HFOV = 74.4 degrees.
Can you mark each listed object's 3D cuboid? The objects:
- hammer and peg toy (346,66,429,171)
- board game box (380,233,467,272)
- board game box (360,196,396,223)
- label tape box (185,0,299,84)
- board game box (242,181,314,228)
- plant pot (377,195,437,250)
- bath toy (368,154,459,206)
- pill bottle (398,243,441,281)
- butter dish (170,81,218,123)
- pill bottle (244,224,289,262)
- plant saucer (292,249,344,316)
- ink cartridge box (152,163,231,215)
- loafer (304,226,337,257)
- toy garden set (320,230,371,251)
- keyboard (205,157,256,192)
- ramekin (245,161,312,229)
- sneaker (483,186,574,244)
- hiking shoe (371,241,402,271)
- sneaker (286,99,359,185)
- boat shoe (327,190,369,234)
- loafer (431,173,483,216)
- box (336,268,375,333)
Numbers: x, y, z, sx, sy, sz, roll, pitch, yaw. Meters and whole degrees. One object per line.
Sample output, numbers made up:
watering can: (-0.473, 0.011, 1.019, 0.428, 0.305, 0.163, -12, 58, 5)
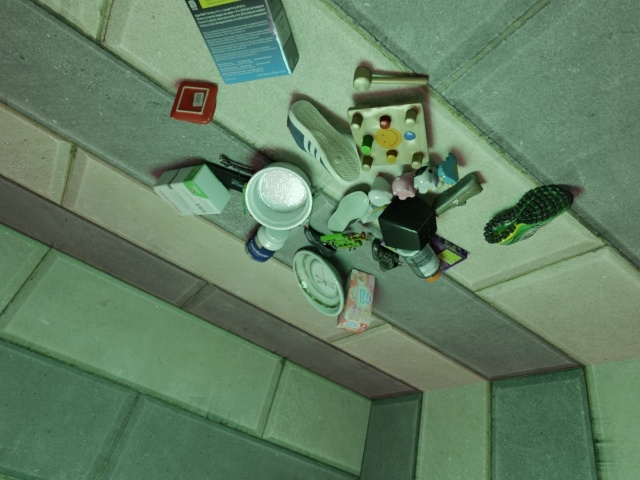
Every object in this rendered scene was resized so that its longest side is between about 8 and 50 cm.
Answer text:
hammer and peg toy: (0.230, -0.396, 1.423, 0.266, 0.127, 0.361, 1, 142, 21)
board game box: (0.484, 0.036, 1.980, 0.347, 0.056, 0.208, 27, 139, -15)
board game box: (0.254, -0.129, 1.780, 0.154, 0.026, 0.103, -19, 157, -27)
label tape box: (-0.238, -0.664, 1.265, 0.249, 0.115, 0.347, 0, 139, 21)
board game box: (-0.197, -0.158, 1.955, 0.317, 0.046, 0.213, 12, 149, -1)
plant pot: (0.368, -0.067, 1.718, 0.167, 0.188, 0.187, 25, 154, 35)
bath toy: (0.344, -0.226, 1.614, 0.348, 0.129, 0.151, -13, 154, 36)
pill bottle: (0.460, 0.087, 1.908, 0.130, 0.130, 0.245, -13, 135, 34)
butter dish: (-0.452, -0.494, 1.574, 0.160, 0.160, 0.118, 9, 167, 12)
pill bottle: (-0.270, 0.001, 2.142, 0.153, 0.153, 0.265, 29, 142, -17)
plant saucer: (0.010, 0.214, 2.274, 0.400, 0.100, 0.400, 34, 140, 35)
ink cartridge box: (-0.598, -0.228, 1.965, 0.289, 0.121, 0.211, 0, 141, 34)
loafer: (0.000, 0.000, 2.108, 0.078, 0.076, 0.223, -25, 128, 26)
toy garden set: (0.146, 0.012, 1.985, 0.204, 0.049, 0.244, -9, 166, 27)
keyboard: (-0.366, -0.284, 1.900, 0.317, 0.033, 0.201, 20, 150, -6)
ramekin: (-0.166, -0.196, 1.773, 0.277, 0.135, 0.277, 2, 117, 4)
sneaker: (0.809, -0.091, 1.634, 0.146, 0.134, 0.343, 9, 149, -35)
hiking shoe: (0.324, 0.068, 2.071, 0.114, 0.086, 0.227, -15, 142, 20)
sneaker: (0.005, -0.339, 1.543, 0.350, 0.131, 0.148, 53, 158, -2)
boat shoe: (0.135, -0.135, 1.853, 0.114, 0.091, 0.302, 53, 141, 2)
loafer: (0.531, -0.157, 1.655, 0.087, 0.094, 0.251, 32, 142, -14)
box: (0.191, 0.326, 2.265, 0.142, 0.300, 0.154, 17, 145, -8)
